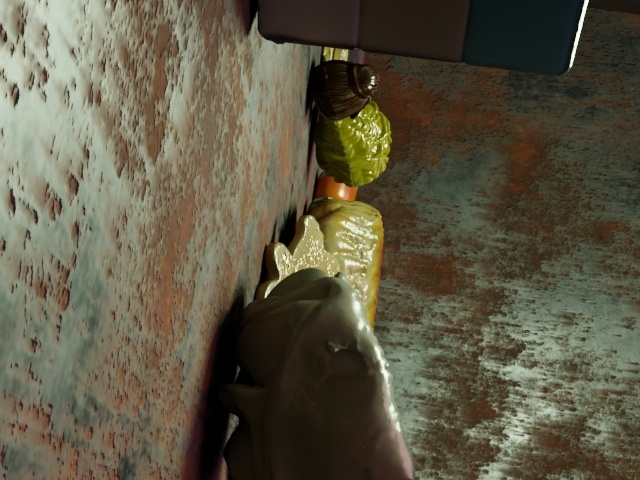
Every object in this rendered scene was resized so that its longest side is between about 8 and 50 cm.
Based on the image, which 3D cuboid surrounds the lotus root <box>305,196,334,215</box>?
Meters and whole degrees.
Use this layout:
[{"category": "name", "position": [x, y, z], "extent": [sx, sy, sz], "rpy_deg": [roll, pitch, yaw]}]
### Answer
[{"category": "lotus root", "position": [0.000, 0.000, 2.156], "extent": [0.113, 0.088, 0.192], "rpy_deg": [-92, -171, -73]}]

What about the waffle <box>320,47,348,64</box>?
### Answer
[{"category": "waffle", "position": [0.031, -0.387, 2.036], "extent": [0.148, 0.042, 0.102], "rpy_deg": [-5, 103, -86]}]

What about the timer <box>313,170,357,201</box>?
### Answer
[{"category": "timer", "position": [0.034, -0.095, 2.334], "extent": [0.136, 0.099, 0.136], "rpy_deg": [0, 90, -77]}]

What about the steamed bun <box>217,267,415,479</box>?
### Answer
[{"category": "steamed bun", "position": [-0.029, 0.209, 1.293], "extent": [0.310, 0.219, 0.324], "rpy_deg": [173, -99, -79]}]

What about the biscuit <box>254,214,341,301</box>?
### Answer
[{"category": "biscuit", "position": [-0.042, 0.063, 1.577], "extent": [0.153, 0.030, 0.234], "rpy_deg": [62, 37, -24]}]

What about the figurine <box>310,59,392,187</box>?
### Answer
[{"category": "figurine", "position": [0.040, -0.246, 1.937], "extent": [0.315, 0.168, 0.187], "rpy_deg": [59, 50, -70]}]

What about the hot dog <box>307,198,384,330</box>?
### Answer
[{"category": "hot dog", "position": [0.014, 0.103, 1.860], "extent": [0.367, 0.196, 0.365], "rpy_deg": [-98, -162, -83]}]

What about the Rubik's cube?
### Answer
[{"category": "Rubik's cube", "position": [0.127, -0.423, 1.071], "extent": [0.346, 0.347, 0.344], "rpy_deg": [96, 4, -46]}]

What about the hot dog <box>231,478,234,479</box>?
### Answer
[{"category": "hot dog", "position": [-0.112, 0.345, 1.548], "extent": [0.071, 0.045, 0.165], "rpy_deg": [-80, 177, -49]}]
